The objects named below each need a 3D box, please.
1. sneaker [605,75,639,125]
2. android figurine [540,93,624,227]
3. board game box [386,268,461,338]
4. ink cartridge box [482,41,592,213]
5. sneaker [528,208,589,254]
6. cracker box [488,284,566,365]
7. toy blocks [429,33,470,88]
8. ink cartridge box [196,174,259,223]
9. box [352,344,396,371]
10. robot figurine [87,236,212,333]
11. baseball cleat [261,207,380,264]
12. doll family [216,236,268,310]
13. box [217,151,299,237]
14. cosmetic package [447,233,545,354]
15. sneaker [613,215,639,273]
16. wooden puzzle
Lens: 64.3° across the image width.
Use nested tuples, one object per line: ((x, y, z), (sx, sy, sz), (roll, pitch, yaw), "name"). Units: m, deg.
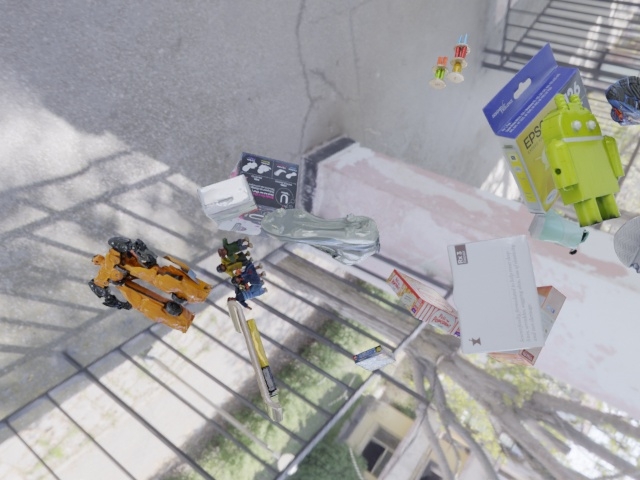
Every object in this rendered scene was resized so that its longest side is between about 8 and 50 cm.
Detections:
((0.645, -0.275, 1.063), (0.221, 0.087, 0.083), (5, 73, -39), "sneaker")
((0.533, -0.167, 1.035), (0.248, 0.056, 0.273), (-9, 84, -37), "android figurine")
((0.260, 0.153, 1.257), (0.146, 0.193, 0.045), (27, 102, -21), "board game box")
((0.560, -0.279, 1.256), (0.303, 0.072, 0.307), (-45, 120, -20), "ink cartridge box")
((0.706, -0.034, 1.511), (0.256, 0.151, 0.094), (-38, 145, -62), "sneaker")
((0.592, 0.245, 1.480), (0.232, 0.067, 0.156), (-56, -172, -17), "cracker box")
((0.402, -0.556, 1.575), (0.054, 0.123, 0.148), (24, 74, -34), "toy blocks")
((-0.206, -0.091, 1.153), (0.109, 0.063, 0.150), (-19, 175, -4), "ink cartridge box")
((0.165, 0.358, 1.541), (0.094, 0.027, 0.137), (-25, 149, 13), "box")
((-0.437, 0.109, 1.295), (0.211, 0.291, 0.085), (-56, -170, 19), "robot figurine")
((0.000, 0.000, 0.874), (0.109, 0.206, 0.072), (74, 30, -47), "baseball cleat")
((-0.211, 0.087, 1.314), (0.111, 0.193, 0.076), (-24, 172, -35), "doll family")
((-0.176, -0.113, 1.384), (0.247, 0.163, 0.142), (144, -47, -62), "box")
((0.387, 0.114, 1.108), (0.385, 0.156, 0.217), (9, 73, -69), "cosmetic package")
((0.673, 0.043, 0.895), (0.127, 0.315, 0.182), (-66, 161, 15), "sneaker")
((-0.130, 0.260, 1.085), (0.044, 0.239, 0.221), (-22, 157, -13), "wooden puzzle")
